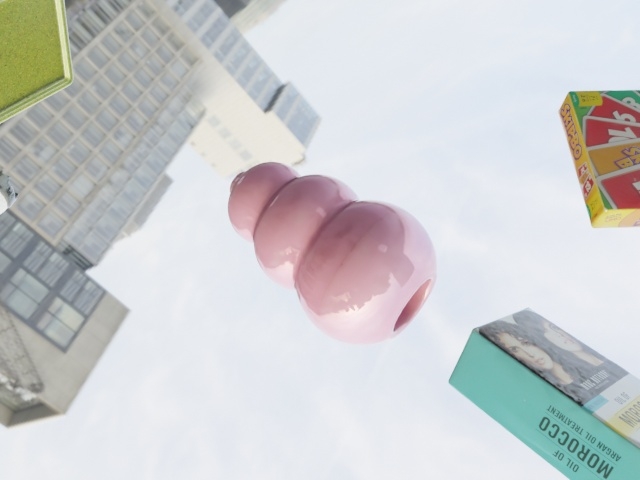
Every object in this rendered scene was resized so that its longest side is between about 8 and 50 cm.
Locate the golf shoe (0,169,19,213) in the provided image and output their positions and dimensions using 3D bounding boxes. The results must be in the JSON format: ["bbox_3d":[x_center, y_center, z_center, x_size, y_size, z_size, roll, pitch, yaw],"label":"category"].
[{"bbox_3d":[-0.479,-0.021,0.732,0.273,0.105,0.120,-7,-127,-3],"label":"golf shoe"}]

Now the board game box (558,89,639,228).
[{"bbox_3d":[0.344,-0.073,0.555,0.260,0.039,0.124,-1,-120,-5],"label":"board game box"}]

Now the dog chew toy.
[{"bbox_3d":[0.000,0.000,0.947,0.332,0.206,0.206,35,-104,21],"label":"dog chew toy"}]

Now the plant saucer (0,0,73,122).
[{"bbox_3d":[-0.323,-0.198,0.672,0.188,0.045,0.188,-49,162,-40],"label":"plant saucer"}]

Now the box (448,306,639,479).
[{"bbox_3d":[0.229,0.149,0.512,0.244,0.100,0.060,36,-60,35],"label":"box"}]
